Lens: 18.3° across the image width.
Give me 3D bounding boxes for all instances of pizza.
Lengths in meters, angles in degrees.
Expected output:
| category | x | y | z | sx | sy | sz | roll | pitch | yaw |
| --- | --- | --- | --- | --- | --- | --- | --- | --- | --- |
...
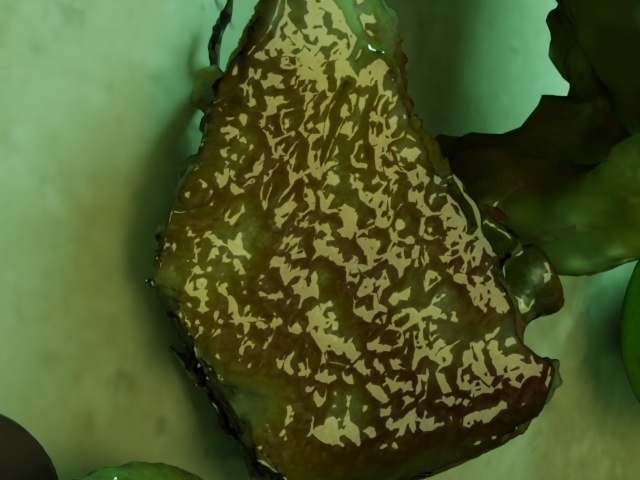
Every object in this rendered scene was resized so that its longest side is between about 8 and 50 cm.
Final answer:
| category | x | y | z | sx | sy | sz | roll | pitch | yaw |
| --- | --- | --- | --- | --- | --- | --- | --- | --- | --- |
| pizza | 0.000 | 0.000 | 0.762 | 0.147 | 0.069 | 0.226 | -35 | 108 | -11 |

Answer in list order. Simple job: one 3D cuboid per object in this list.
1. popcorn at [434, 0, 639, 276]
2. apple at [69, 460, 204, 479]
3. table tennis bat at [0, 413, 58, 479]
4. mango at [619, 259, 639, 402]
| category | x | y | z | sx | sy | sz | roll | pitch | yaw |
| --- | --- | --- | --- | --- | --- | --- | --- | --- | --- |
| popcorn | 0.209 | -0.120 | 0.853 | 0.326 | 0.290 | 0.321 | 74 | 29 | -67 |
| apple | -0.072 | 0.188 | 0.641 | 0.265 | 0.120 | 0.193 | -40 | 127 | -44 |
| table tennis bat | -0.134 | 0.127 | 0.648 | 0.095 | 0.014 | 0.158 | 57 | 49 | -38 |
| mango | 0.267 | 0.028 | 1.041 | 0.293 | 0.143 | 0.175 | -5 | 103 | -40 |
